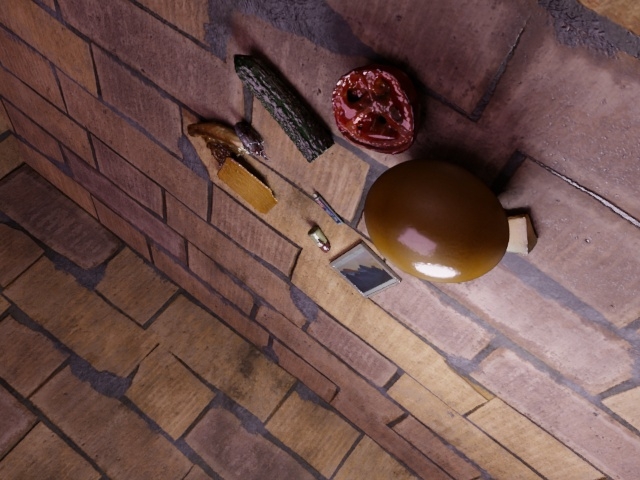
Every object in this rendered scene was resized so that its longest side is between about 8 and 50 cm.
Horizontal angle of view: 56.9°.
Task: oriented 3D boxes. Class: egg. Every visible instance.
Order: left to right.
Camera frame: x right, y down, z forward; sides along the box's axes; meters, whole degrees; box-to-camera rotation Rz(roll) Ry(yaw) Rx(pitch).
[{"bbox_3d":[0.271,-0.046,1.397,0.351,0.282,0.282,27,148,27],"label":"egg"}]

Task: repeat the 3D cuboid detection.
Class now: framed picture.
[{"bbox_3d":[0.151,0.108,2.038,0.192,0.018,0.265,43,151,-4],"label":"framed picture"}]

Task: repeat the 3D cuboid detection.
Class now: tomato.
[{"bbox_3d":[0.144,-0.316,1.383,0.228,0.101,0.228,24,140,21],"label":"tomato"}]

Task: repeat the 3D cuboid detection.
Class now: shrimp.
[{"bbox_3d":[-0.213,-0.308,1.867,0.057,0.065,0.165,-36,101,25],"label":"shrimp"}]

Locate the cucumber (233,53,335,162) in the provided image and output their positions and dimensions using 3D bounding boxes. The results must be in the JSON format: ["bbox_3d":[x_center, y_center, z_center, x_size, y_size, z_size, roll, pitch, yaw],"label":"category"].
[{"bbox_3d":[-0.108,-0.374,1.624,0.359,0.096,0.096,49,151,-7],"label":"cucumber"}]

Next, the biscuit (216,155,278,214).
[{"bbox_3d":[-0.260,-0.192,2.102,0.237,0.013,0.232,39,158,-8],"label":"biscuit"}]

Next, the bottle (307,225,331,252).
[{"bbox_3d":[0.000,0.001,2.046,0.047,0.063,0.101,-22,119,28],"label":"bottle"}]

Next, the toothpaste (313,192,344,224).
[{"bbox_3d":[0.024,-0.101,1.905,0.140,0.021,0.037,47,156,-15],"label":"toothpaste"}]

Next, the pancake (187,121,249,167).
[{"bbox_3d":[-0.344,-0.312,2.032,0.266,0.057,0.244,29,150,19],"label":"pancake"}]

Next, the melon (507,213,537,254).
[{"bbox_3d":[0.440,-0.023,1.465,0.182,0.054,0.098,3,127,49],"label":"melon"}]
